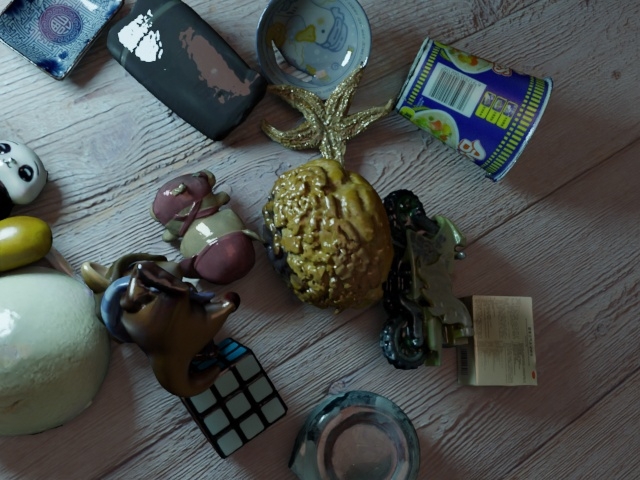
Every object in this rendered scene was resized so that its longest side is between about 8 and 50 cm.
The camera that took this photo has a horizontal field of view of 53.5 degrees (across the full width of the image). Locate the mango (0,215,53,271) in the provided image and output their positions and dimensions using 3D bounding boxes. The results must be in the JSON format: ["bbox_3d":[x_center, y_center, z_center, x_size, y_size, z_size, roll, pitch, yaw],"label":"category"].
[{"bbox_3d":[-0.636,0.020,1.250,0.228,0.136,0.099,-24,101,5],"label":"mango"}]

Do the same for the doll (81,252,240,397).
[{"bbox_3d":[-0.291,0.125,1.192,0.209,0.340,0.317,-41,124,-25],"label":"doll"}]

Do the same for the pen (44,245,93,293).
[{"bbox_3d":[-0.504,0.093,1.329,0.033,0.033,0.269,-42,91,-19],"label":"pen"}]

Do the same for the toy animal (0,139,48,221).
[{"bbox_3d":[-0.655,-0.130,1.278,0.179,0.138,0.166,-39,97,-18],"label":"toy animal"}]

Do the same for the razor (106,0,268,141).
[{"bbox_3d":[-0.296,-0.392,1.429,0.349,0.113,0.204,40,95,-4],"label":"razor"}]

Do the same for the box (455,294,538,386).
[{"bbox_3d":[0.419,0.239,1.517,0.168,0.095,0.211,3,78,-13],"label":"box"}]

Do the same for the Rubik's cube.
[{"bbox_3d":[-0.188,0.312,1.283,0.162,0.161,0.163,-35,105,-20],"label":"Rubik's cube"}]

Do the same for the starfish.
[{"bbox_3d":[0.019,-0.297,1.518,0.303,0.060,0.299,-34,95,-3],"label":"starfish"}]

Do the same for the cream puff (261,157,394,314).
[{"bbox_3d":[0.000,0.000,1.359,0.231,0.327,0.342,-16,121,-20],"label":"cream puff"}]

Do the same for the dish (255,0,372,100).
[{"bbox_3d":[-0.023,-0.482,1.535,0.274,0.133,0.273,-3,113,-8],"label":"dish"}]

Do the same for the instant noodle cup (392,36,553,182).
[{"bbox_3d":[0.352,-0.335,1.551,0.313,0.284,0.284,26,73,-1],"label":"instant noodle cup"}]

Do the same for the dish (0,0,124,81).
[{"bbox_3d":[-0.573,-0.484,1.399,0.182,0.080,0.243,35,79,-11],"label":"dish"}]

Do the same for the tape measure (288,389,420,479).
[{"bbox_3d":[0.071,0.456,1.351,0.275,0.147,0.256,-39,88,-15],"label":"tape measure"}]

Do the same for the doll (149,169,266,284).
[{"bbox_3d":[-0.248,-0.018,1.362,0.255,0.196,0.152,54,34,5],"label":"doll"}]

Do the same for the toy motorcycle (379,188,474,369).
[{"bbox_3d":[0.231,0.091,1.451,0.237,0.169,0.409,12,73,-32],"label":"toy motorcycle"}]

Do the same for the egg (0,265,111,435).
[{"bbox_3d":[-0.560,0.211,1.193,0.338,0.201,0.336,1,85,-13],"label":"egg"}]
